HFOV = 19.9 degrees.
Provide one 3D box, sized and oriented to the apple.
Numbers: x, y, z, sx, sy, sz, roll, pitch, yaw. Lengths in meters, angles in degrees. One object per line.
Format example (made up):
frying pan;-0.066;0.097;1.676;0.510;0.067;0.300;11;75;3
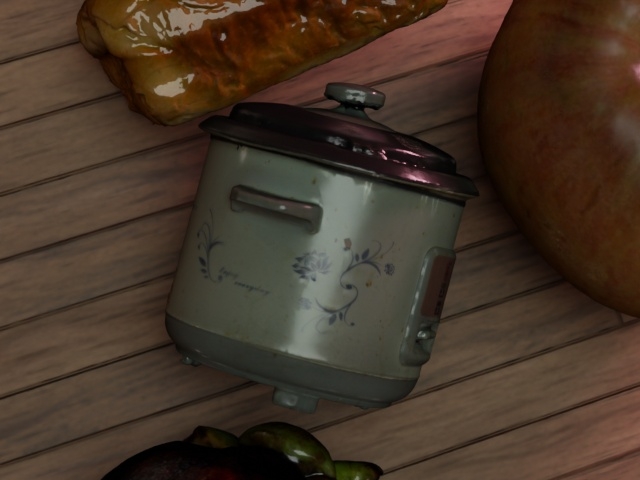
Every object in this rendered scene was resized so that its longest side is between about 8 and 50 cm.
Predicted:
apple;0.347;-0.115;1.748;0.400;0.333;0.400;-2;74;6

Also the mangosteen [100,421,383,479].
mangosteen;-0.085;0.307;1.625;0.311;0.311;0.311;1;82;-10

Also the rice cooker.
rice cooker;0.000;0.000;1.680;0.264;0.316;0.317;15;78;24

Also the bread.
bread;-0.057;-0.235;1.747;0.344;0.195;0.149;-24;108;-13
